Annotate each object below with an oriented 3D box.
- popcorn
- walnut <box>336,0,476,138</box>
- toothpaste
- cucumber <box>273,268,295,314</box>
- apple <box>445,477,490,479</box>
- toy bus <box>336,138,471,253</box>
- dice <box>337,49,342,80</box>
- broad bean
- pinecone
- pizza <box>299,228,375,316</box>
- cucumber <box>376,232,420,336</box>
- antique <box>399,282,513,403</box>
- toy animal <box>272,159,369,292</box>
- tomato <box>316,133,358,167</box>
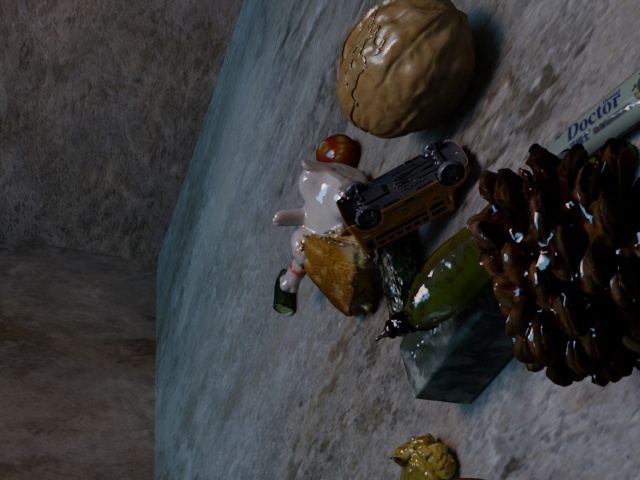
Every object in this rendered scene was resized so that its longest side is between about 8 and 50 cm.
[{"bbox_3d":[0.126,0.290,0.923,0.084,0.084,0.084,-169,90,-69],"label":"popcorn"},{"bbox_3d":[0.126,-0.256,1.055,0.245,0.198,0.198,-54,32,43],"label":"walnut"},{"bbox_3d":[0.310,-0.133,0.735,0.255,0.037,0.067,-43,36,50],"label":"toothpaste"},{"bbox_3d":[-0.080,0.113,1.581,0.048,0.048,0.105,131,147,-52],"label":"cucumber"},{"bbox_3d":[0.150,0.355,0.672,0.261,0.194,0.260,-166,90,-70],"label":"apple"},{"bbox_3d":[0.126,-0.064,1.025,0.195,0.088,0.083,-28,36,7],"label":"toy bus"},{"bbox_3d":[0.088,-0.322,1.309,0.093,0.091,0.094,147,129,-62],"label":"dice"},{"bbox_3d":[0.188,0.002,0.768,0.339,0.061,0.077,-43,43,17],"label":"broad bean"},{"bbox_3d":[0.244,0.013,0.608,0.221,0.222,0.221,-169,90,-69],"label":"pinecone"},{"bbox_3d":[0.037,0.034,1.178,0.147,0.069,0.226,37,150,26],"label":"pizza"},{"bbox_3d":[0.117,0.014,1.106,0.067,0.068,0.293,122,151,-43],"label":"cucumber"},{"bbox_3d":[0.175,0.121,0.874,0.088,0.086,0.183,-102,31,-46],"label":"antique"},{"bbox_3d":[-0.004,-0.006,1.305,0.141,0.138,0.282,31,105,27],"label":"toy animal"},{"bbox_3d":[0.032,-0.168,1.399,0.087,0.075,0.087,-39,44,53],"label":"tomato"}]
